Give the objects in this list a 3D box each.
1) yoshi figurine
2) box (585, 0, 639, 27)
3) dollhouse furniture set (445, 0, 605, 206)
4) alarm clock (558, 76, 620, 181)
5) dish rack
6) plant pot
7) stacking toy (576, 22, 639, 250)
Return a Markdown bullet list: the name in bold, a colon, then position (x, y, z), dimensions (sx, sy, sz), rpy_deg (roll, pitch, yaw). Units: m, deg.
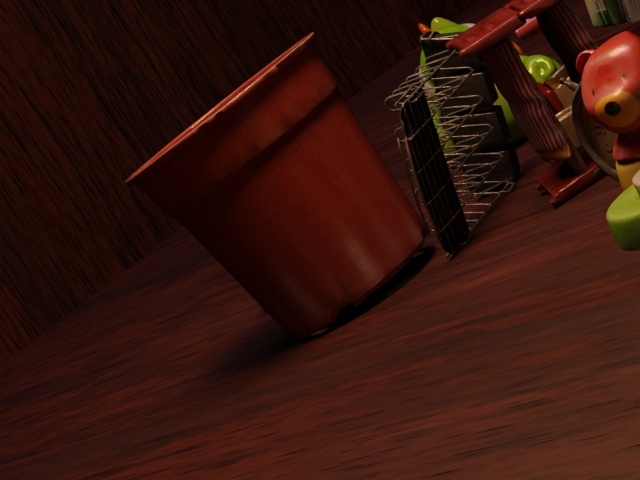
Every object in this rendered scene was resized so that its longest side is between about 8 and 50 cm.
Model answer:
- **yoshi figurine**: position (0.226, -0.193, 2.590), dimensions (0.203, 0.203, 0.362), rpy_deg (10, 2, 11)
- **box**: position (0.363, -0.254, 1.737), dimensions (0.232, 0.058, 0.322), rpy_deg (-18, 3, 4)
- **dollhouse furniture set**: position (0.248, -0.183, 2.163), dimensions (0.152, 0.201, 0.374), rpy_deg (-33, 9, 3)
- **alarm clock**: position (0.319, -0.117, 1.799), dimensions (0.064, 0.129, 0.192), rpy_deg (-36, 22, -34)
- **dish rack**: position (0.141, -0.109, 2.173), dimensions (0.074, 0.208, 0.271), rpy_deg (-11, 20, 29)
- **plant pot**: position (-0.033, -0.050, 2.181), dimensions (0.272, 0.265, 0.272), rpy_deg (-38, 6, 5)
- **stacking toy**: position (0.335, -0.132, 1.567), dimensions (0.309, 0.130, 0.279), rpy_deg (-28, 10, 28)
